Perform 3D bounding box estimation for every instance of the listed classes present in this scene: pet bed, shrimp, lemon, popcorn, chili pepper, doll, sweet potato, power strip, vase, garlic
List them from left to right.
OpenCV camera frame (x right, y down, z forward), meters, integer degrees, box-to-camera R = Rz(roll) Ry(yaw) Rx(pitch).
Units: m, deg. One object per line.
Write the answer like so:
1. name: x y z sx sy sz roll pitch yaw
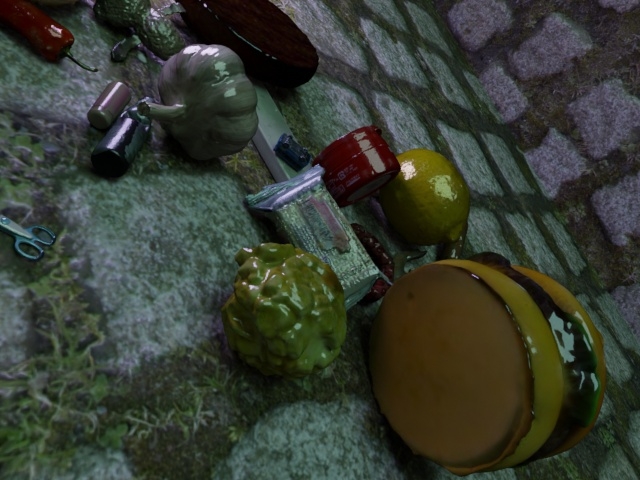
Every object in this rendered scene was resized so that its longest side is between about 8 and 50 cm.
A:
1. chili pepper: -0.510 -0.376 0.781 0.272 0.063 0.071 32 31 -20
2. vase: -0.337 -0.196 0.812 0.059 0.060 0.212 30 39 -25
3. doll: -0.333 -0.435 0.978 0.285 0.091 0.203 15 84 -24
4. garlic: -0.235 -0.240 0.839 0.219 0.218 0.212 51 39 -1
5. power strip: -0.115 -0.249 1.083 0.106 0.043 0.368 -17 74 -49
6. popcorn: -0.054 0.110 0.761 0.216 0.181 0.235 -26 86 -52
7. pet bed: 0.094 0.047 1.056 0.201 0.053 0.201 30 39 -27
8. shrimp: 0.248 0.081 1.181 0.145 0.059 0.254 41 44 2
9. lemon: 0.275 -0.111 1.219 0.233 0.233 0.288 -16 69 -49
10. sweet potato: 0.390 -0.036 1.377 0.109 0.109 0.386 26 51 -28

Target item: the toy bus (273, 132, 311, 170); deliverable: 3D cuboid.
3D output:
1. toy bus: -0.063 -0.197 1.023 0.083 0.046 0.038 38 41 -21

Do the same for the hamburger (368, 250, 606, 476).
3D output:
1. hamburger: 0.300 0.219 0.870 0.277 0.395 0.396 7 56 -34

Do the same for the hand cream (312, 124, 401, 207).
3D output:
1. hand cream: 0.087 -0.175 1.109 0.193 0.193 0.125 -22 81 -50

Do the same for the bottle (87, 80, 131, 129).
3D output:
1. bottle: -0.376 -0.240 0.819 0.045 0.045 0.097 31 45 -24

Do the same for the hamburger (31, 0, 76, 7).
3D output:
1. hamburger: -0.534 -0.562 0.812 0.301 0.170 0.302 23 44 -24

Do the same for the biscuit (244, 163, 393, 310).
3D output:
1. biscuit: -0.004 0.002 0.941 0.186 0.079 0.309 -27 82 -17

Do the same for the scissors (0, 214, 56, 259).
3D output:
1. scissors: -0.426 -0.021 0.624 0.119 0.014 0.058 38 36 -22

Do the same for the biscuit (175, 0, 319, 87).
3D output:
1. biscuit: -0.183 -0.544 1.182 0.407 0.091 0.408 28 35 -21
